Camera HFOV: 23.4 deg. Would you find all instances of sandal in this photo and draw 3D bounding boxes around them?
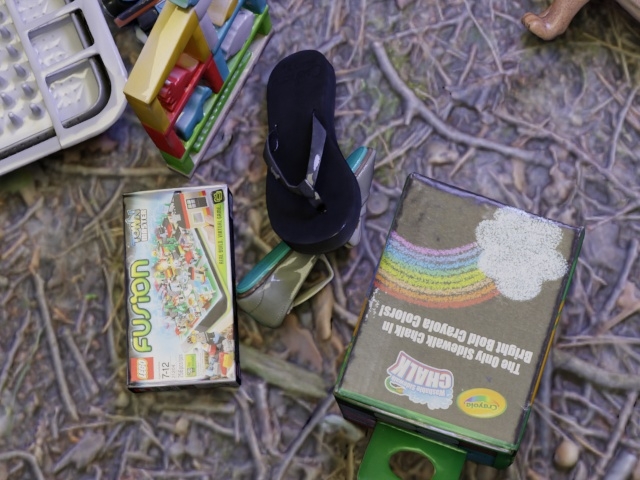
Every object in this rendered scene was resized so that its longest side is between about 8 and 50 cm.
[{"bbox_3d":[-0.022,-0.093,1.565,0.097,0.054,0.255,-23,52,17],"label":"sandal"}]

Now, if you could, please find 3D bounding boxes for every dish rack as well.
[{"bbox_3d":[-0.386,-0.183,1.654,0.332,0.072,0.286,-23,76,-1],"label":"dish rack"}]

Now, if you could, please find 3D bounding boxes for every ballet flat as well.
[{"bbox_3d":[0.000,0.000,1.586,0.068,0.072,0.213,42,83,-14],"label":"ballet flat"}]

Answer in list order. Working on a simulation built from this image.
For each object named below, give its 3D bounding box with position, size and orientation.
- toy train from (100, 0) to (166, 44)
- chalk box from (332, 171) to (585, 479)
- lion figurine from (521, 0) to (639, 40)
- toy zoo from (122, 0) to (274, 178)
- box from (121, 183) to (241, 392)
[{"bbox_3d":[-0.142,-0.276,1.645,0.184,0.080,0.105,-33,95,7],"label":"toy train"},{"bbox_3d":[0.122,0.113,1.482,0.180,0.179,0.289,19,79,8],"label":"chalk box"},{"bbox_3d":[0.353,-0.250,1.545,0.392,0.142,0.240,40,103,5],"label":"lion figurine"},{"bbox_3d":[-0.117,-0.187,1.517,0.030,0.293,0.192,26,80,11],"label":"toy zoo"},{"bbox_3d":[-0.144,0.050,1.592,0.114,0.036,0.207,-5,76,4],"label":"box"}]
